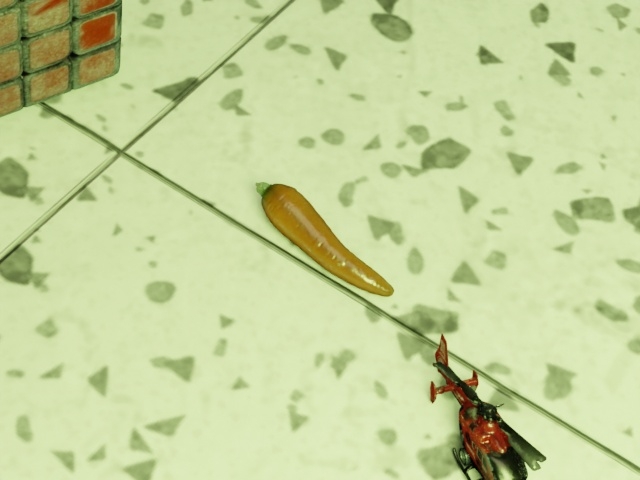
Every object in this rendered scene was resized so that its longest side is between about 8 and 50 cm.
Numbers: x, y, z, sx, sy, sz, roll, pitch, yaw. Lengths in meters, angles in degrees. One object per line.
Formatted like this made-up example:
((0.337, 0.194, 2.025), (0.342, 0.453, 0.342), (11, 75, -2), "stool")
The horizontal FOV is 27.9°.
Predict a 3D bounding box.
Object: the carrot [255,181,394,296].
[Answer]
((0.000, 0.000, 1.013), (0.142, 0.035, 0.035), (43, 60, 17), "carrot")

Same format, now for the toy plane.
((0.111, 0.128, 0.909), (0.037, 0.060, 0.145), (-14, 40, -16), "toy plane")

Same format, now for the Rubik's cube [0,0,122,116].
((-0.309, -0.247, 1.029), (0.237, 0.238, 0.237), (-23, 66, -25), "Rubik's cube")
